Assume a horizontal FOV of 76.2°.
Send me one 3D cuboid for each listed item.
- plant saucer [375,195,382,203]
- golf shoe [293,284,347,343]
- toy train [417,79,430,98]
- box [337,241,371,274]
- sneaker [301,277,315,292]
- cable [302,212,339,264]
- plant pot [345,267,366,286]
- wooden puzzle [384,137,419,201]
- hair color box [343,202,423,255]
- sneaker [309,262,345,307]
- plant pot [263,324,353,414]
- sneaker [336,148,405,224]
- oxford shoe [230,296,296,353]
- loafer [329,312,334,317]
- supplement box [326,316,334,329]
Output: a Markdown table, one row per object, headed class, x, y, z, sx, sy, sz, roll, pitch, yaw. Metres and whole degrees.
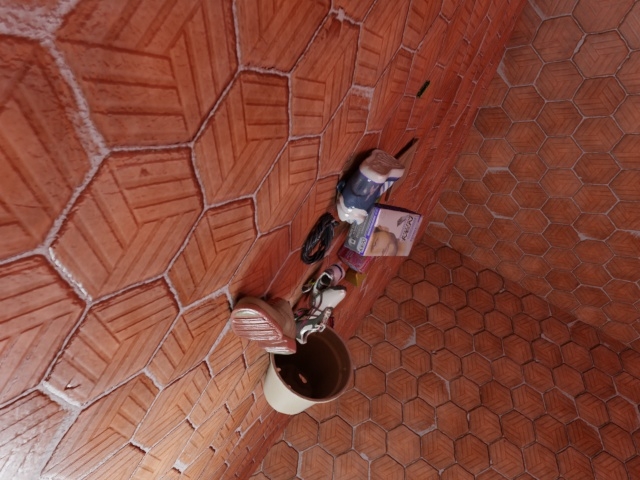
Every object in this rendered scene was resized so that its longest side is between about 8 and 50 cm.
| class | x | y | z | sx | sy | sz | roll | pitch | yaw |
| --- | --- | --- | --- | --- | --- | --- | --- | --- | --- |
| plant saucer | 0.182 | -0.152 | 1.603 | 0.241 | 0.037 | 0.241 | -49 | 159 | -26 |
| golf shoe | 0.003 | 0.274 | 1.528 | 0.272 | 0.120 | 0.105 | -40 | 143 | 14 |
| toy train | 0.380 | -0.556 | 1.506 | 0.083 | 0.017 | 0.024 | -55 | 173 | -12 |
| box | 0.196 | 0.001 | 1.751 | 0.257 | 0.122 | 0.128 | -55 | 162 | -10 |
| sneaker | -0.046 | 0.177 | 1.541 | 0.083 | 0.031 | 0.035 | -39 | 154 | -47 |
| cable | 0.000 | 0.000 | 1.347 | 0.185 | 0.047 | 0.150 | -56 | 162 | -5 |
| plant pot | 0.175 | 0.168 | 2.054 | 0.081 | 0.081 | 0.083 | -50 | 150 | -25 |
| wooden puzzle | 0.351 | -0.314 | 1.797 | 0.239 | 0.044 | 0.221 | -50 | 161 | -39 |
| hair color box | 0.253 | -0.041 | 1.581 | 0.338 | 0.110 | 0.185 | 3 | 110 | -48 |
| sneaker | 0.003 | 0.188 | 1.587 | 0.094 | 0.090 | 0.235 | -30 | 152 | -54 |
| plant pot | -0.084 | 0.538 | 1.637 | 0.334 | 0.333 | 0.306 | -39 | 165 | -46 |
| sneaker | 0.156 | -0.172 | 1.392 | 0.236 | 0.130 | 0.322 | -57 | 170 | 29 |
| oxford shoe | -0.162 | 0.229 | 1.222 | 0.397 | 0.140 | 0.147 | 74 | 19 | -61 |
| loafer | 0.038 | 0.447 | 2.188 | 0.148 | 0.050 | 0.056 | -64 | 162 | 18 |
| supplement box | 0.008 | 0.432 | 1.961 | 0.239 | 0.073 | 0.131 | 27 | 64 | -72 |
